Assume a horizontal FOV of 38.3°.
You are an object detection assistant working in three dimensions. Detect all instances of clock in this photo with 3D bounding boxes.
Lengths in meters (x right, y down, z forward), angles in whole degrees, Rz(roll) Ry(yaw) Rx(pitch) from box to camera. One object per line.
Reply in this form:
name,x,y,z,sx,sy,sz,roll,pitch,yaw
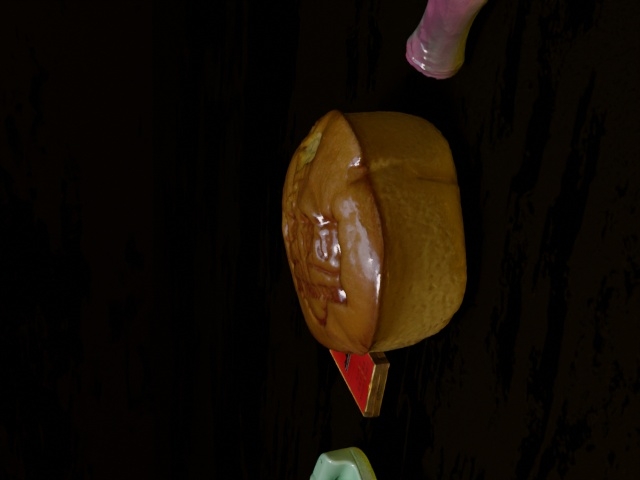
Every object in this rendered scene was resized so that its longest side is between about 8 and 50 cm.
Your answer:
clock,0.044,0.387,1.194,0.159,0.066,0.210,104,153,-44

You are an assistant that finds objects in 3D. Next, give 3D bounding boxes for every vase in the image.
vase,0.125,-0.232,0.793,0.214,0.086,0.086,107,151,-56

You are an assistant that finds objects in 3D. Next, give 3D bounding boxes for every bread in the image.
bread,0.045,-0.006,0.963,0.270,0.148,0.269,175,90,-71

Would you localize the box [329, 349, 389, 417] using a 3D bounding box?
box,0.049,0.149,1.183,0.133,0.023,0.090,-120,33,-49
